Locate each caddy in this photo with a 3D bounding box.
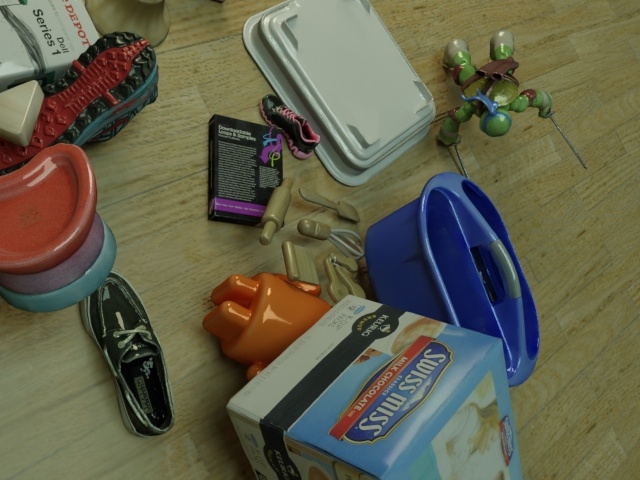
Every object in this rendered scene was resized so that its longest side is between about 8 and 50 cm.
[{"bbox_3d":[0.223,0.065,1.044,0.241,0.179,0.342,-18,85,-48],"label":"caddy"}]

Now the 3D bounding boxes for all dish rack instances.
[{"bbox_3d":[0.054,-0.288,1.146,0.285,0.072,0.333,-38,95,-35],"label":"dish rack"}]

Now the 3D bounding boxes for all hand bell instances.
[{"bbox_3d":[-0.219,-0.370,0.890,0.126,0.242,0.126,11,68,-30],"label":"hand bell"}]

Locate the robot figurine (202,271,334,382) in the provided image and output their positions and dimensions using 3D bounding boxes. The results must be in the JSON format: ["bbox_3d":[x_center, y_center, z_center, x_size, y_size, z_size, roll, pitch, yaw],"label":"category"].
[{"bbox_3d":[-0.046,0.123,0.910,0.219,0.158,0.128,29,102,-21],"label":"robot figurine"}]

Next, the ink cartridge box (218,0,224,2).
[{"bbox_3d":[-0.193,-0.466,1.048,0.109,0.063,0.151,3,72,-32],"label":"ink cartridge box"}]

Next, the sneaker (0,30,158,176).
[{"bbox_3d":[-0.307,-0.144,0.845,0.261,0.125,0.104,-36,80,-10],"label":"sneaker"}]

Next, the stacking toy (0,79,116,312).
[{"bbox_3d":[-0.385,-0.013,0.727,0.308,0.130,0.280,-19,56,-9],"label":"stacking toy"}]

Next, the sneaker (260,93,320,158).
[{"bbox_3d":[-0.044,-0.188,1.057,0.119,0.057,0.047,48,57,-9],"label":"sneaker"}]

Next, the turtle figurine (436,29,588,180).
[{"bbox_3d":[0.319,-0.245,1.250,0.274,0.197,0.266,30,44,-33],"label":"turtle figurine"}]

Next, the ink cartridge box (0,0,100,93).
[{"bbox_3d":[-0.402,-0.258,0.828,0.219,0.092,0.160,-27,90,-35],"label":"ink cartridge box"}]

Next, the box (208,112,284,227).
[{"bbox_3d":[-0.111,-0.102,1.003,0.116,0.029,0.162,9,71,-31],"label":"box"}]

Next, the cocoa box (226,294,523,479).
[{"bbox_3d":[0.088,0.284,0.801,0.231,0.227,0.347,-37,124,-35],"label":"cocoa box"}]

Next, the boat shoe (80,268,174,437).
[{"bbox_3d":[-0.229,0.133,0.824,0.077,0.070,0.220,-19,85,-36],"label":"boat shoe"}]

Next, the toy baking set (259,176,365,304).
[{"bbox_3d":[-0.005,-0.004,0.992,0.196,0.030,0.256,41,32,-23],"label":"toy baking set"}]
